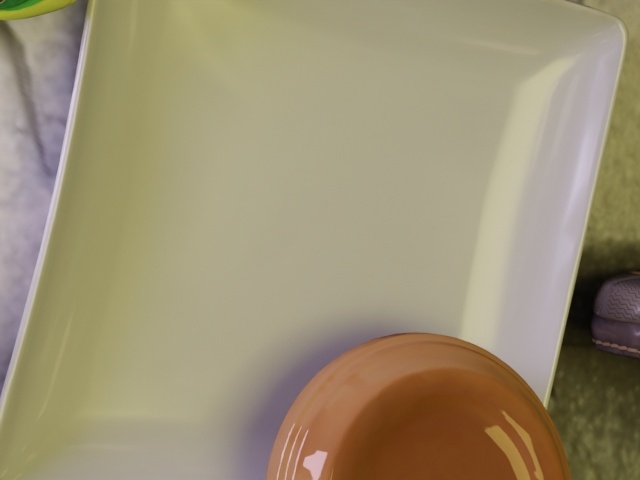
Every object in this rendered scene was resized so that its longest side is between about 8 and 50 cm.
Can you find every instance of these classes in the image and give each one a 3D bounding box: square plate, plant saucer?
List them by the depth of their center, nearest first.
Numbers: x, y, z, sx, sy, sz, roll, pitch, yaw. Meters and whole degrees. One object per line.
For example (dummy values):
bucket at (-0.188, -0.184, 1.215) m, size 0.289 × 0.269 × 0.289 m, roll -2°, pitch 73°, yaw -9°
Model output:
plant saucer at (0.064, 0.150, 0.864) m, size 0.200 × 0.037 × 0.200 m, roll 4°, pitch 82°, yaw -27°
square plate at (0.000, 0.000, 0.886) m, size 0.344 × 0.049 × 0.347 m, roll 12°, pitch 91°, yaw -27°

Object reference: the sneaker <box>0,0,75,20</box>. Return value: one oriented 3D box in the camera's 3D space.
sneaker at (-0.189, -0.246, 0.726) m, size 0.123 × 0.109 × 0.295 m, roll -22°, pitch 106°, yaw -27°

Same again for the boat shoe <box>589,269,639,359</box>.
boat shoe at (0.326, 0.107, 1.019) m, size 0.355 × 0.132 × 0.130 m, roll 14°, pitch 89°, yaw -26°
